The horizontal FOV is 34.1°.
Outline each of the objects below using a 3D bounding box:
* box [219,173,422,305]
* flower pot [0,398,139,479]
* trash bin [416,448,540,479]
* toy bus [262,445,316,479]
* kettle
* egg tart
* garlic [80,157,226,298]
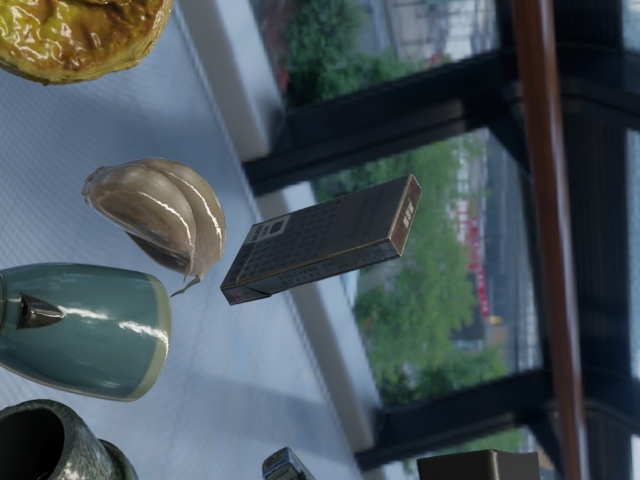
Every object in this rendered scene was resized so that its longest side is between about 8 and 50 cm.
[{"bbox_3d":[0.000,-0.001,1.700,0.047,0.325,0.180,56,33,-26],"label":"box"},{"bbox_3d":[-0.445,0.451,1.763,0.299,0.299,0.283,-80,155,-42],"label":"flower pot"},{"bbox_3d":[0.217,0.386,1.331,0.165,0.115,0.225,20,59,-56],"label":"trash bin"},{"bbox_3d":[-0.021,0.337,1.374,0.153,0.051,0.061,54,5,-22],"label":"toy bus"},{"bbox_3d":[-0.497,0.155,1.904,0.342,0.319,0.247,15,72,-38],"label":"kettle"},{"bbox_3d":[-0.387,-0.393,1.566,0.132,0.341,0.341,-134,-151,-58],"label":"egg tart"},{"bbox_3d":[-0.334,-0.026,2.200,0.340,0.246,0.231,56,13,-17],"label":"garlic"}]
